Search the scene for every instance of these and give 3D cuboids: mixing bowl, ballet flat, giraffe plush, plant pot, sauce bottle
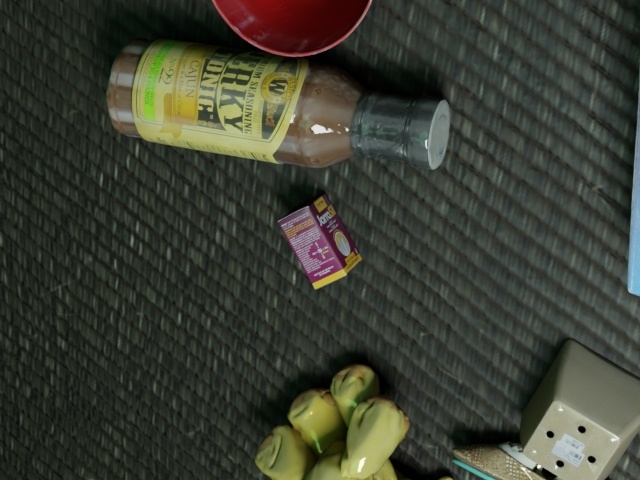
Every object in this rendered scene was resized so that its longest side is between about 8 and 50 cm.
[{"bbox_3d":[-0.013,-0.275,1.216,0.181,0.098,0.182,8,112,20],"label":"mixing bowl"},{"bbox_3d":[0.238,0.249,1.332,0.206,0.073,0.067,28,91,9],"label":"ballet flat"},{"bbox_3d":[0.054,0.264,1.369,0.181,0.210,0.170,-36,126,19],"label":"giraffe plush"},{"bbox_3d":[0.259,0.183,1.270,0.109,0.096,0.109,31,118,11],"label":"plant pot"},{"bbox_3d":[-0.043,-0.133,1.278,0.344,0.111,0.112,9,113,19],"label":"sauce bottle"}]

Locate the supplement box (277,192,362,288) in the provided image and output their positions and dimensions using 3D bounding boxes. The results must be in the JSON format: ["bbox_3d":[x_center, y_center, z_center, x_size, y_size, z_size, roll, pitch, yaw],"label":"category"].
[{"bbox_3d":[0.000,0.000,1.339,0.043,0.055,0.083,-26,98,28],"label":"supplement box"}]

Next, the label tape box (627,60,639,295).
[{"bbox_3d":[0.392,-0.101,1.050,0.249,0.115,0.348,9,126,21],"label":"label tape box"}]
